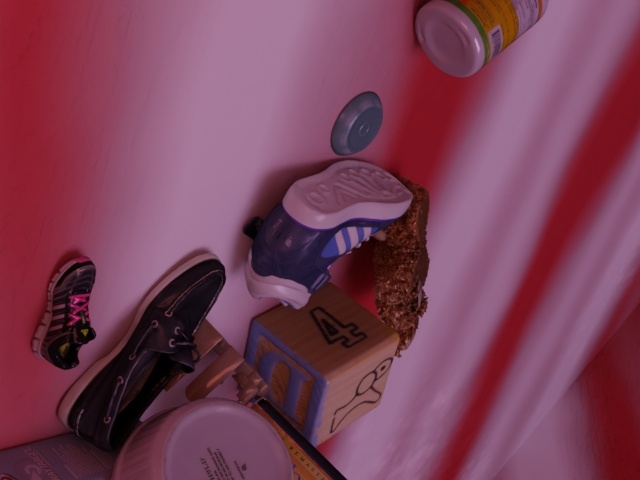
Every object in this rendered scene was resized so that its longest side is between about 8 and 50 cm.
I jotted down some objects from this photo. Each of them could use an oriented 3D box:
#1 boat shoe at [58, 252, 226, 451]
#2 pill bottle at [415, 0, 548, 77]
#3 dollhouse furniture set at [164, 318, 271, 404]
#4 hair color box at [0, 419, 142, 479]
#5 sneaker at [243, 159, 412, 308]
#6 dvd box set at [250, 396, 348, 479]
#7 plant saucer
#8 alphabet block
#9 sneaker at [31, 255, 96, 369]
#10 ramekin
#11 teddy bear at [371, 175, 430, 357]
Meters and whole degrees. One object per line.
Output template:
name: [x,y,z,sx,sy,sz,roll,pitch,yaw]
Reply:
boat shoe: [-0.241,0.173,1.553,0.340,0.113,0.127,-47,150,-12]
pill bottle: [0.283,-0.385,1.691,0.246,0.136,0.136,-40,148,-23]
dollhouse furniture set: [-0.181,0.226,1.696,0.123,0.144,0.151,-43,164,-8]
hair color box: [-0.411,0.401,1.553,0.374,0.114,0.185,-5,125,-54]
sneaker: [0.000,0.000,1.728,0.323,0.130,0.236,-17,144,-54]
dvd box set: [-0.133,0.513,1.716,0.420,0.307,0.062,-48,174,8]
plant saucer: [0.066,-0.187,1.707,0.119,0.021,0.119,-35,146,-29]
alphabet block: [-0.004,0.224,1.871,0.197,0.193,0.192,-25,142,-41]
sneaker: [-0.330,0.103,1.388,0.063,0.075,0.170,-4,125,-54]
ramekin: [-0.162,0.359,1.541,0.273,0.273,0.127,-25,169,-41]
teddy bear: [0.138,0.052,1.923,0.338,0.113,0.245,80,23,-47]
